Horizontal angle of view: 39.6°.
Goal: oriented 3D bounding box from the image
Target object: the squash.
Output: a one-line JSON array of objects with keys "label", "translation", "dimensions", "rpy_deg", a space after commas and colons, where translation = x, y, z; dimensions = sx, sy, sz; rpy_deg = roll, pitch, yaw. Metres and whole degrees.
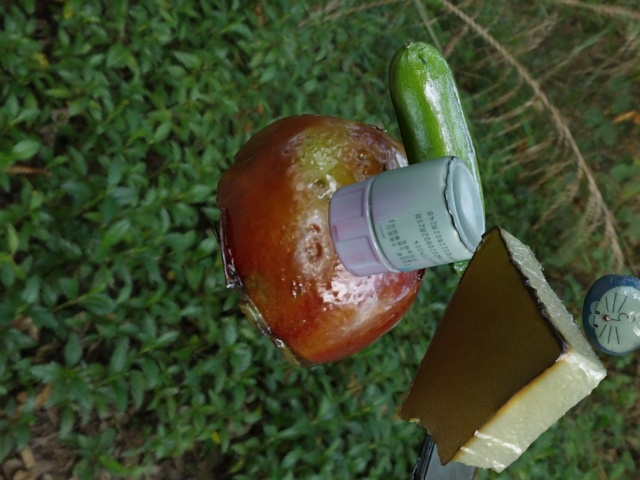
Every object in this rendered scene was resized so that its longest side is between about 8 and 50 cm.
[{"label": "squash", "translation": [0.172, -0.107, 1.257], "dimensions": [0.101, 0.102, 0.378], "rpy_deg": [-77, 153, -58]}]

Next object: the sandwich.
[{"label": "sandwich", "translation": [0.130, 0.095, 0.727], "dimensions": [0.058, 0.162, 0.193], "rpy_deg": [34, 21, -21]}]

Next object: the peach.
[{"label": "peach", "translation": [0.000, 0.000, 1.471], "dimensions": [0.339, 0.353, 0.416], "rpy_deg": [26, 80, -56]}]

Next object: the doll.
[{"label": "doll", "translation": [0.237, 0.062, 0.664], "dimensions": [0.050, 0.083, 0.076], "rpy_deg": [-9, 110, -64]}]

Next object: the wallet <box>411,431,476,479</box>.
[{"label": "wallet", "translation": [0.241, 0.322, 1.552], "dimensions": [0.172, 0.045, 0.318], "rpy_deg": [52, 50, -36]}]

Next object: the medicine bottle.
[{"label": "medicine bottle", "translation": [0.109, -0.027, 1.120], "dimensions": [0.135, 0.169, 0.135], "rpy_deg": [36, 48, -54]}]
